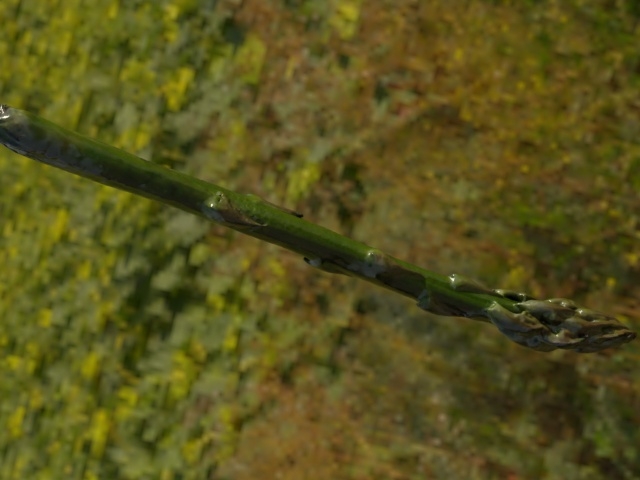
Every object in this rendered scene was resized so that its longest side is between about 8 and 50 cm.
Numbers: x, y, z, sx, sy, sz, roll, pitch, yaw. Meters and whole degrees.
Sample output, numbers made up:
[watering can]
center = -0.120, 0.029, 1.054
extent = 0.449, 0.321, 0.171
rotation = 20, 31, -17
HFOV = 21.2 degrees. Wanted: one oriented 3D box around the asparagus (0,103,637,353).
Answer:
[asparagus]
center = 0.000, 0.000, 0.578
extent = 0.022, 0.233, 0.023
rotation = -81, 15, -45
